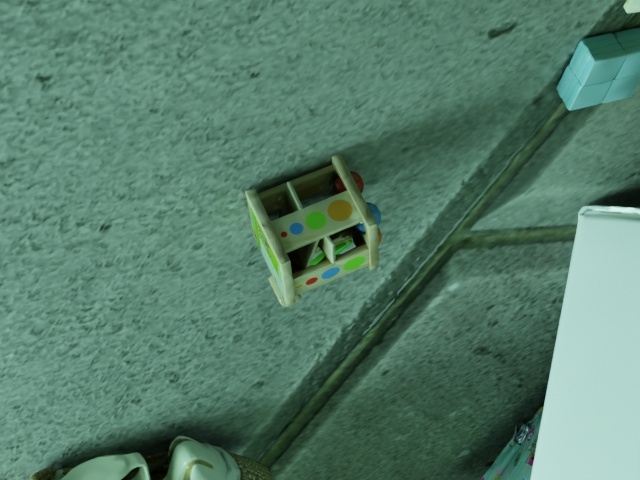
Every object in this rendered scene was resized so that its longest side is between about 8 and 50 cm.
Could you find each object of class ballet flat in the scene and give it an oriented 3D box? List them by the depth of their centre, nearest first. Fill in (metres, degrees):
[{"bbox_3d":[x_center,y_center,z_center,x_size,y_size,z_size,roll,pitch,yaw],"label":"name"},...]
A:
[{"bbox_3d":[-0.112,0.170,1.165,0.206,0.073,0.067,-11,135,-34],"label":"ballet flat"}]

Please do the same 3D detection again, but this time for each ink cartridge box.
[{"bbox_3d":[0.309,0.157,1.239,0.166,0.285,0.395,5,170,33],"label":"ink cartridge box"}]

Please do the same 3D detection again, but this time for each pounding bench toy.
[{"bbox_3d":[0.000,0.000,0.978,0.065,0.052,0.083,-22,153,-9],"label":"pounding bench toy"}]

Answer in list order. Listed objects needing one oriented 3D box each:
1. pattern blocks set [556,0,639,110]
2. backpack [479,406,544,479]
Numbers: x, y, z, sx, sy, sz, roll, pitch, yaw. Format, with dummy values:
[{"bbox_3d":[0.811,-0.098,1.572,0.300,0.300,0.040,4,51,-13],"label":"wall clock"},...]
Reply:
[{"bbox_3d":[0.246,-0.187,0.894,0.285,0.026,0.325,-19,152,-14],"label":"pattern blocks set"},{"bbox_3d":[0.211,0.213,1.444,0.152,0.115,0.182,24,116,-21],"label":"backpack"}]
